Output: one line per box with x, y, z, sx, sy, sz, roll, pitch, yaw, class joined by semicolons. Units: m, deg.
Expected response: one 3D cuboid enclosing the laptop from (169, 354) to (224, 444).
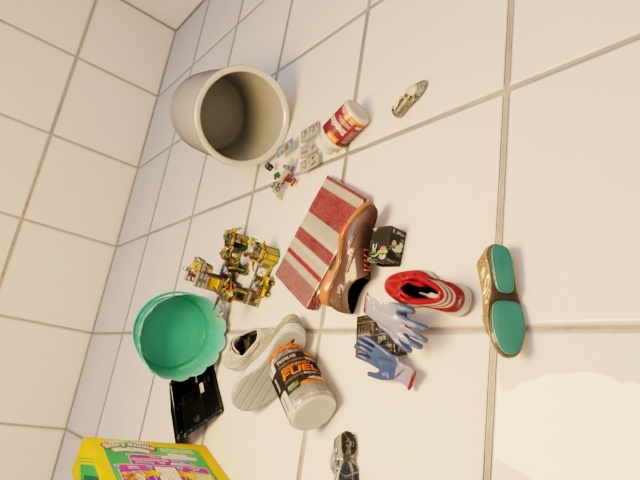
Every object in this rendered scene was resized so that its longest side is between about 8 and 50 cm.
-0.407;0.552;1.689;0.264;0.137;0.234;-34;42;3;laptop

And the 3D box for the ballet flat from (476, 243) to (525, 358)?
0.313;0.109;0.919;0.067;0.072;0.206;119;159;-63;ballet flat

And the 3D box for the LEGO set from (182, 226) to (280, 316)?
-0.297;0.074;1.630;0.331;0.192;0.255;31;98;55;LEGO set

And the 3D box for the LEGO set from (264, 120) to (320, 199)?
-0.083;-0.247;1.658;0.244;0.060;0.183;-26;48;33;LEGO set

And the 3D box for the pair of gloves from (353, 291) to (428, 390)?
0.137;0.205;1.046;0.159;0.023;0.198;28;120;39;pair of gloves

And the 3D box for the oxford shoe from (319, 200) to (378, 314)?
0.092;0.043;1.232;0.098;0.096;0.272;25;100;38;oxford shoe

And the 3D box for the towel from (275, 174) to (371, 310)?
0.000;0.000;1.411;0.329;0.037;0.237;-62;33;7;towel

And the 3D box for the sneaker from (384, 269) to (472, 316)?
0.180;0.088;1.037;0.221;0.128;0.087;2;75;54;sneaker

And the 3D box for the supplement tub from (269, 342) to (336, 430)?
-0.050;0.338;1.227;0.117;0.116;0.190;-58;37;15;supplement tub

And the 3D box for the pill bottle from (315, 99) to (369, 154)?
0.057;-0.310;1.449;0.152;0.086;0.086;-42;43;34;pill bottle

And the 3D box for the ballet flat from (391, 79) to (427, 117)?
0.217;-0.356;1.298;0.114;0.041;0.041;-49;39;26;ballet flat

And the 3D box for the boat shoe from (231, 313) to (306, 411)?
-0.131;0.326;1.379;0.302;0.109;0.094;-52;14;17;boat shoe

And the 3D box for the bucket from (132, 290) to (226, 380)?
-0.461;0.298;1.672;0.183;0.281;0.282;-8;66;60;bucket

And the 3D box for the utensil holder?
-0.338;-0.443;1.850;0.385;0.327;0.328;25;93;58;utensil holder

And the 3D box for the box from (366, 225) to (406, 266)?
0.150;0.014;1.184;0.062;0.052;0.084;-3;69;51;box

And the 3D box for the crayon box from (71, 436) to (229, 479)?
-0.423;0.642;1.356;0.313;0.362;0.106;16;86;55;crayon box

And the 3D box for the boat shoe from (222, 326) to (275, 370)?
-0.223;0.304;1.505;0.258;0.084;0.095;-38;45;36;boat shoe

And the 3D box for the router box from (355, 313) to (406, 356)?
0.130;0.204;1.124;0.122;0.038;0.092;-21;57;47;router box

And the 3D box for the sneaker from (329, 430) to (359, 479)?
0.046;0.475;1.096;0.058;0.052;0.135;-40;36;49;sneaker
